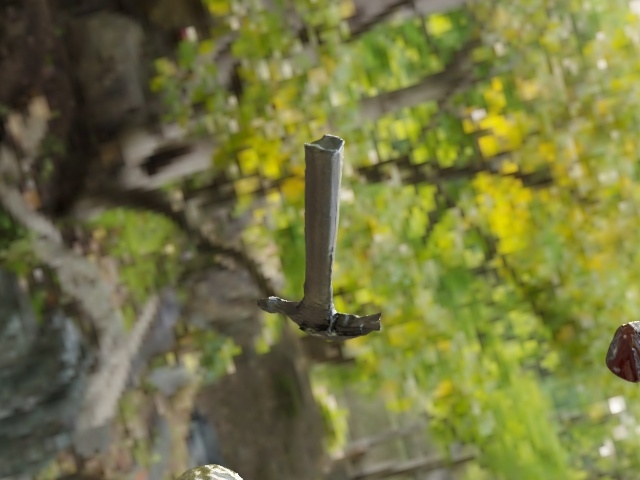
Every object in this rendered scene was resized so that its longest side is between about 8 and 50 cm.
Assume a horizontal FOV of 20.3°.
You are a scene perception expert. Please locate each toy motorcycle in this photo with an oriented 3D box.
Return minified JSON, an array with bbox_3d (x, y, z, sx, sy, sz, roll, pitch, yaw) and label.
[{"bbox_3d":[0.345,0.124,1.677,0.213,0.122,0.082,54,10,-37],"label":"toy motorcycle"}]

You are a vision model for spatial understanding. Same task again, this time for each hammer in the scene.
[{"bbox_3d":[0.000,0.001,1.592,0.297,0.125,0.027,91,18,-55],"label":"hammer"}]

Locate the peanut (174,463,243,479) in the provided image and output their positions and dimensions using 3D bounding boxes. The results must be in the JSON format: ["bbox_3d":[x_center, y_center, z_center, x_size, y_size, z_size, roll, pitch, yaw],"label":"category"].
[{"bbox_3d":[-0.144,0.380,2.175,0.120,0.136,0.298,-53,-159,26],"label":"peanut"}]
